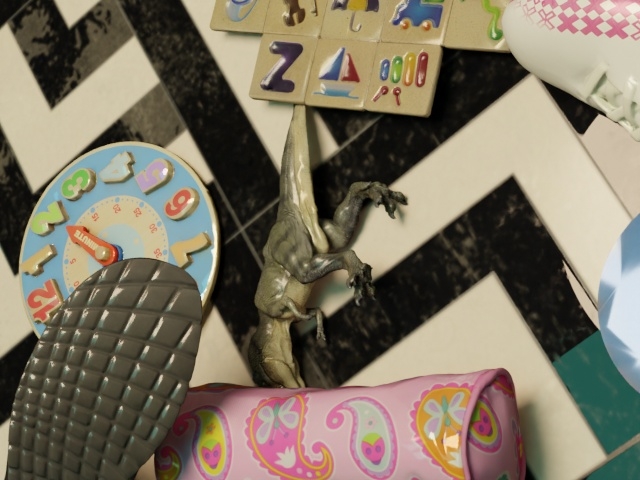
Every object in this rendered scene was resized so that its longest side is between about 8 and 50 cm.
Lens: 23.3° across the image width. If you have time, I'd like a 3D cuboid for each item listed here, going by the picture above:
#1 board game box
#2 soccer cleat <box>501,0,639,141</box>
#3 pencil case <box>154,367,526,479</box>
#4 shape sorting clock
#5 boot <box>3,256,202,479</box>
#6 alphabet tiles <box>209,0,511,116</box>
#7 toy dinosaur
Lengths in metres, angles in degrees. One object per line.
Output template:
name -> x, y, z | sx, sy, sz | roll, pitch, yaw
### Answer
board game box -> 0.279, 0.041, 1.082 | 0.169, 0.033, 0.133 | -9, 72, 24
soccer cleat -> 0.258, -0.093, 1.057 | 0.331, 0.116, 0.143 | 15, 71, 30
pencil case -> 0.017, 0.161, 1.163 | 0.284, 0.124, 0.124 | -5, 79, 28
shape sorting clock -> -0.178, 0.014, 1.348 | 0.206, 0.040, 0.206 | -6, 79, 30
boot -> -0.194, 0.148, 1.225 | 0.118, 0.223, 0.338 | 24, 98, -10
alphabet tiles -> 0.050, -0.272, 1.272 | 0.285, 0.011, 0.342 | 8, 82, 32
toy dinosaur -> 0.000, 0.000, 1.238 | 0.118, 0.064, 0.268 | -1, 78, 37
